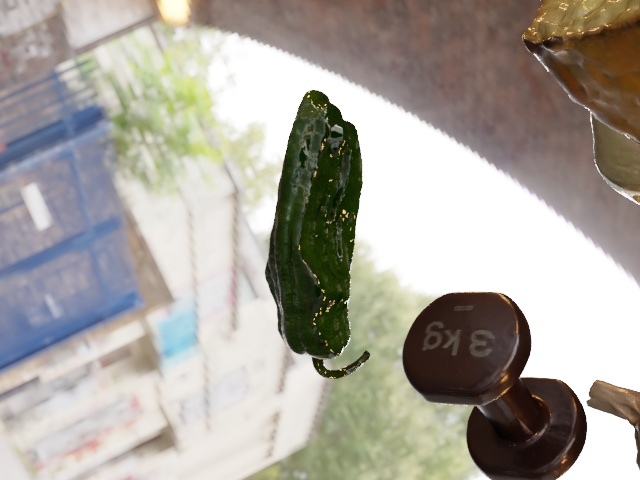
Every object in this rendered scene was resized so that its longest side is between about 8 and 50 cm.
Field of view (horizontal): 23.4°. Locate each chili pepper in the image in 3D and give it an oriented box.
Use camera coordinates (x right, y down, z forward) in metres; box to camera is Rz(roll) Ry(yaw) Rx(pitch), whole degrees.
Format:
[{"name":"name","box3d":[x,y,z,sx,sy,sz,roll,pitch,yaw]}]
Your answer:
[{"name":"chili pepper","box3d":[-0.002,-0.001,1.348,0.074,0.100,0.256,12,-78,30]}]

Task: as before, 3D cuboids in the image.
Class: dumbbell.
[{"name":"dumbbell","box3d":[0.187,0.159,1.639,0.140,0.124,0.225,0,-34,33]}]

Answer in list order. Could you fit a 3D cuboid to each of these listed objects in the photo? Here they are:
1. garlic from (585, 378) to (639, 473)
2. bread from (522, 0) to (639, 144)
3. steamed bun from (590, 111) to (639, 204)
[{"name":"garlic","box3d":[0.396,0.199,1.700,0.212,0.218,0.218,20,-27,15]},{"name":"bread","box3d":[0.266,-0.115,0.662,0.340,0.194,0.179,-17,-58,47]},{"name":"steamed bun","box3d":[0.348,-0.144,1.417,0.153,0.170,0.238,-6,-111,41]}]
